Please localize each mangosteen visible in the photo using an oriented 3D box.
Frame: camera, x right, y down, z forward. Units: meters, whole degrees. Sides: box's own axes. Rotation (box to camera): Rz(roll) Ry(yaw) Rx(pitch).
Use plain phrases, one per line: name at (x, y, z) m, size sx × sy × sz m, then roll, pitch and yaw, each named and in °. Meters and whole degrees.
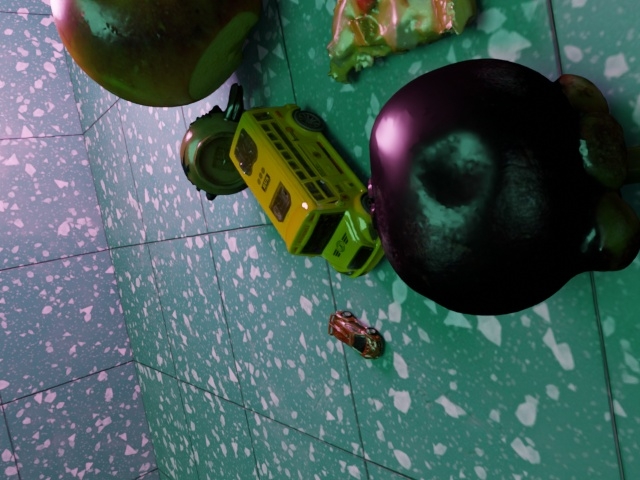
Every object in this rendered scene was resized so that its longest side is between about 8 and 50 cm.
mangosteen at (0.204, -0.061, 0.538) m, size 0.303 × 0.275 × 0.274 m, roll -9°, pitch 95°, yaw 17°

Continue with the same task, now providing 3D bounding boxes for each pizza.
pizza at (0.081, -0.325, 0.722) m, size 0.287 × 0.075 × 0.279 m, roll -49°, pitch 62°, yaw 47°

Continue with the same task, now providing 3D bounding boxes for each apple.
apple at (-0.297, -0.432, 0.971) m, size 0.374 × 0.385 × 0.373 m, roll 160°, pitch 90°, yaw -80°

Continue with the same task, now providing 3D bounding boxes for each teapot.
teapot at (-0.208, -0.204, 1.080) m, size 0.182 × 0.173 × 0.269 m, roll -122°, pitch 44°, yaw -62°

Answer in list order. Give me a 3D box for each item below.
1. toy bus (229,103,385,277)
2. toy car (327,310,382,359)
toy bus at (-0.021, -0.084, 0.869) m, size 0.330 × 0.152 × 0.144 m, roll 55°, pitch 137°, yaw 26°
toy car at (0.065, 0.178, 0.938) m, size 0.122 × 0.035 × 0.059 m, roll 30°, pitch 120°, yaw 46°
